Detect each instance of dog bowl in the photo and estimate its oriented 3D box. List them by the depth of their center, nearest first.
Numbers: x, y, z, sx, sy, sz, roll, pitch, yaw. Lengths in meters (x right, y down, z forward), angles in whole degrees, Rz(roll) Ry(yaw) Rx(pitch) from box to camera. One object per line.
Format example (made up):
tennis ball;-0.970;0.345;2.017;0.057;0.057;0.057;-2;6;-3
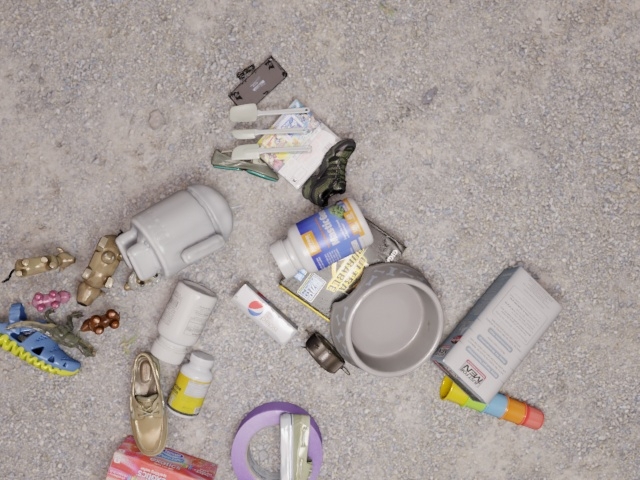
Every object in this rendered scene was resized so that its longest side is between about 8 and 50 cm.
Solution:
dog bowl;0.205;0.243;1.772;0.348;0.102;0.349;-4;104;-15

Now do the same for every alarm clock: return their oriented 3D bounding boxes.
alarm clock;0.024;0.352;1.815;0.192;0.129;0.064;42;93;-23

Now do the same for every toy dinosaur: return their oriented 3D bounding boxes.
toy dinosaur;-0.780;0.259;1.794;0.268;0.118;0.064;28;132;-26

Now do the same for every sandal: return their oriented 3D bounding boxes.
sandal;-0.854;0.296;1.802;0.317;0.126;0.138;34;69;-9

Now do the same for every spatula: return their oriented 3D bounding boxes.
spatula;-0.147;-0.326;1.777;0.242;0.019;0.168;-3;78;5

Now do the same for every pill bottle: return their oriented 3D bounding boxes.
pill bottle;0.000;0.000;1.706;0.272;0.152;0.152;-27;93;0
pill bottle;-0.412;0.245;1.796;0.131;0.131;0.229;26;92;-2
pill bottle;-0.387;0.434;1.819;0.103;0.103;0.184;21;92;-2

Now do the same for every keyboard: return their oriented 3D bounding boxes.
keyboard;-0.198;-0.480;1.821;0.180;0.023;0.108;-43;99;0

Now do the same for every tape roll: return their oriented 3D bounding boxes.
tape roll;-0.130;0.640;1.840;0.274;0.090;0.275;0;93;0

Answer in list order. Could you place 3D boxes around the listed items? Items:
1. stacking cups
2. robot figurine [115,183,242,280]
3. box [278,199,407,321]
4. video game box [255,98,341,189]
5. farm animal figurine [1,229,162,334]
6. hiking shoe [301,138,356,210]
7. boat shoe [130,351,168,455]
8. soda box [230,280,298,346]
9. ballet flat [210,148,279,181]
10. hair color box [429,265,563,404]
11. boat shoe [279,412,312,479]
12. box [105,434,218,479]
stacking cups;0.527;0.501;1.852;0.316;0.096;0.096;23;92;-7
robot figurine;-0.396;-0.032;1.721;0.353;0.200;0.300;-34;50;-25
box;0.065;0.076;1.824;0.257;0.079;0.322;36;92;0
video game box;-0.072;-0.287;1.819;0.187;0.048;0.205;42;91;-4
farm animal figurine;-0.687;0.102;1.769;0.330;0.172;0.327;46;73;-16
hiking shoe;0.050;-0.192;1.790;0.114;0.086;0.227;41;102;27
boat shoe;-0.515;0.483;1.783;0.109;0.098;0.302;-5;75;-9
soda box;-0.168;0.222;1.827;0.216;0.074;0.069;42;92;-2
ballet flat;-0.222;-0.231;1.808;0.213;0.072;0.068;13;90;-1
hair color box;0.520;0.276;1.778;0.185;0.113;0.374;44;76;-2
boat shoe;-0.069;0.654;1.746;0.094;0.109;0.302;-2;90;-3
box;-0.480;0.724;1.811;0.300;0.142;0.154;18;92;-1
